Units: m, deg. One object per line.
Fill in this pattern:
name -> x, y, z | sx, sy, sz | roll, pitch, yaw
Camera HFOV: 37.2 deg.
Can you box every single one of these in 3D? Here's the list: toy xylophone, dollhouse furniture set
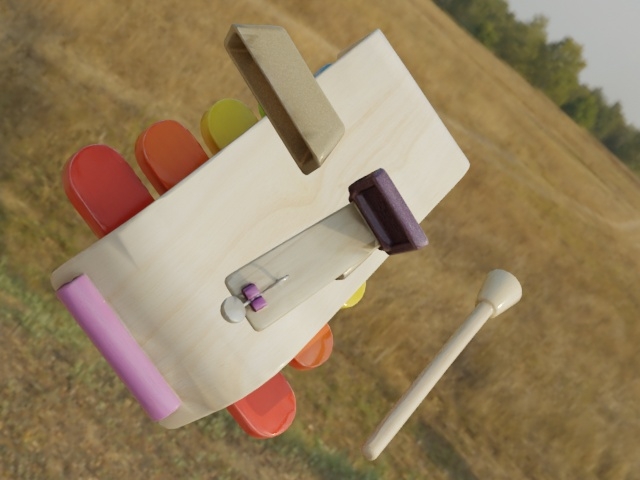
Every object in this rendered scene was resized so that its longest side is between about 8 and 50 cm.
toy xylophone -> 0.000, 0.000, 0.605 | 0.322, 0.081, 0.236 | -34, 96, -40
dollhouse furniture set -> -0.030, -0.022, 0.399 | 0.114, 0.081, 0.091 | 58, -13, -4
